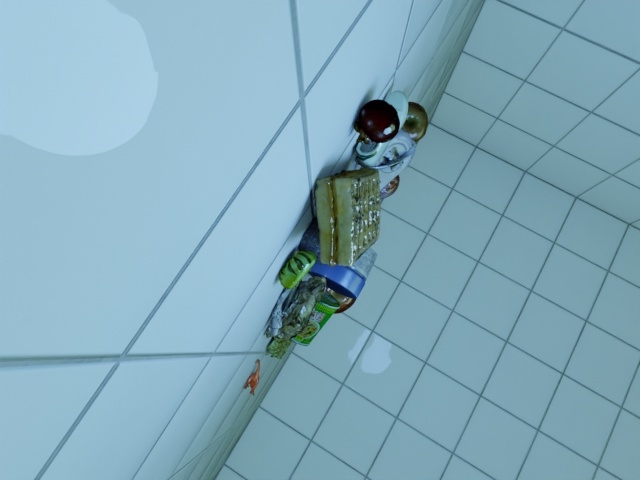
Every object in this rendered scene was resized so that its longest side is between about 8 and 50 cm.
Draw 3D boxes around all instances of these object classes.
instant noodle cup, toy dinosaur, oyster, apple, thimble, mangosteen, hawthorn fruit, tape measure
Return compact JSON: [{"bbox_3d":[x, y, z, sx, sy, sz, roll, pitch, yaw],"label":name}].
[{"bbox_3d":[-0.057,0.337,1.876,0.232,0.207,0.207,-59,172,9],"label":"instant noodle cup"},{"bbox_3d":[-0.313,0.651,1.949,0.279,0.056,0.101,109,4,-46],"label":"toy dinosaur"},{"bbox_3d":[-0.090,0.276,1.713,0.336,0.133,0.198,-57,180,8],"label":"oyster"},{"bbox_3d":[0.347,-0.459,1.641,0.147,0.163,0.147,-18,-173,4],"label":"apple"},{"bbox_3d":[0.001,-0.002,1.391,0.150,0.098,0.150,-58,173,-12],"label":"thimble"},{"bbox_3d":[0.149,-0.317,1.150,0.140,0.140,0.140,-58,171,-14],"label":"mangosteen"},{"bbox_3d":[0.233,-0.247,1.706,0.172,0.173,0.173,-58,171,-14],"label":"hawthorn fruit"},{"bbox_3d":[0.229,-0.303,1.473,0.236,0.120,0.197,-41,139,2],"label":"tape measure"},{"bbox_3d":[0.083,0.277,2.342,0.206,0.252,0.271,176,-69,-79],"label":"apple"}]

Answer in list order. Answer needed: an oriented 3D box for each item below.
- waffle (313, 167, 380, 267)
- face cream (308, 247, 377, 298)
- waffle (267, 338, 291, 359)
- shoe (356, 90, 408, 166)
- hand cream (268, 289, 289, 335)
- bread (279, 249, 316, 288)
[{"bbox_3d":[0.094,-0.081,1.275,0.376,0.114,0.260,-36,127,-66],"label":"waffle"},{"bbox_3d":[0.104,0.106,1.854,0.225,0.249,0.249,-59,172,-13],"label":"face cream"},{"bbox_3d":[-0.158,0.449,2.073,0.297,0.073,0.317,-59,168,-19],"label":"waffle"},{"bbox_3d":[0.196,-0.362,1.329,0.264,0.095,0.110,-64,162,7],"label":"shoe"},{"bbox_3d":[-0.142,0.245,1.573,0.084,0.050,0.256,-43,155,-70],"label":"hand cream"},{"bbox_3d":[-0.075,0.088,1.322,0.130,0.071,0.139,-38,168,-47],"label":"bread"}]
